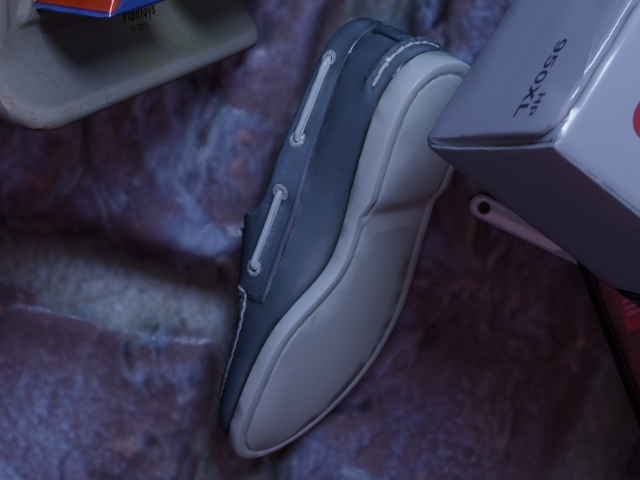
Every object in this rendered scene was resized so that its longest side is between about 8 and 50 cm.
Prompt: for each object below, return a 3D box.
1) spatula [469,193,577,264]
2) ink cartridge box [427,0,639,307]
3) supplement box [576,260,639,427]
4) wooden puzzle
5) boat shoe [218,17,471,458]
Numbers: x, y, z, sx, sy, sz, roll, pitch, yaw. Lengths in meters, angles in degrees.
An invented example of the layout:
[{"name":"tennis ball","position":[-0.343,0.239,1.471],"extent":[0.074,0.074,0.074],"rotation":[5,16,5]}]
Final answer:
[{"name":"spatula","position":[0.234,-0.023,1.185],"extent":[0.242,0.019,0.168],"rotation":[25,106,-8]},{"name":"ink cartridge box","position":[0.306,-0.064,1.020],"extent":[0.395,0.166,0.285],"rotation":[36,79,-19]},{"name":"supplement box","position":[0.244,0.023,1.150],"extent":[0.130,0.073,0.239],"rotation":[-21,101,3]},{"name":"wooden puzzle","position":[-0.085,-0.256,0.954],"extent":[0.081,0.322,0.347],"rotation":[5,107,20]},{"name":"boat shoe","position":[0.000,0.000,1.169],"extent":[0.099,0.116,0.319],"rotation":[40,117,33]}]
